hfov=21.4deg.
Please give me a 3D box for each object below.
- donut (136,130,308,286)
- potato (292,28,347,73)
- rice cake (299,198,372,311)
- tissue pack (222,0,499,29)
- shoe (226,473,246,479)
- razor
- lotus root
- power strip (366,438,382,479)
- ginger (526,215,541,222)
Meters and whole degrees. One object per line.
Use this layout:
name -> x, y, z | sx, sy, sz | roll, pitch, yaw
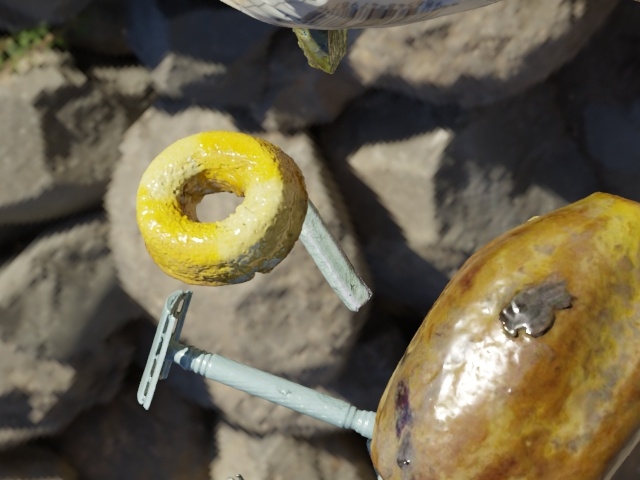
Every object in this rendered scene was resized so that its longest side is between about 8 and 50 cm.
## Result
donut -> -0.104, -0.038, 1.703 | 0.178, 0.162, 0.065 | -13, 162, 12
potato -> -0.002, -0.252, 1.970 | 0.054, 0.119, 0.198 | 1, -178, 7
rice cake -> -0.001, 0.001, 2.057 | 0.033, 0.033, 0.207 | -1, 128, 55
tissue pack -> 0.084, -0.267, 1.382 | 0.390, 0.376, 0.195 | -172, 81, -73
shoe -> -0.073, 0.338, 1.956 | 0.109, 0.293, 0.149 | 1, 96, 41
razor -> -0.051, 0.137, 1.596 | 0.232, 0.068, 0.106 | 20, 115, 3
lotus root -> 0.155, 0.087, 1.229 | 0.193, 0.291, 0.193 | 40, -177, -2
power strip -> 0.107, 0.303, 1.809 | 0.061, 0.145, 0.215 | -31, 72, 31
ginger -> 0.208, 0.073, 1.737 | 0.193, 0.176, 0.052 | 61, 175, 36
